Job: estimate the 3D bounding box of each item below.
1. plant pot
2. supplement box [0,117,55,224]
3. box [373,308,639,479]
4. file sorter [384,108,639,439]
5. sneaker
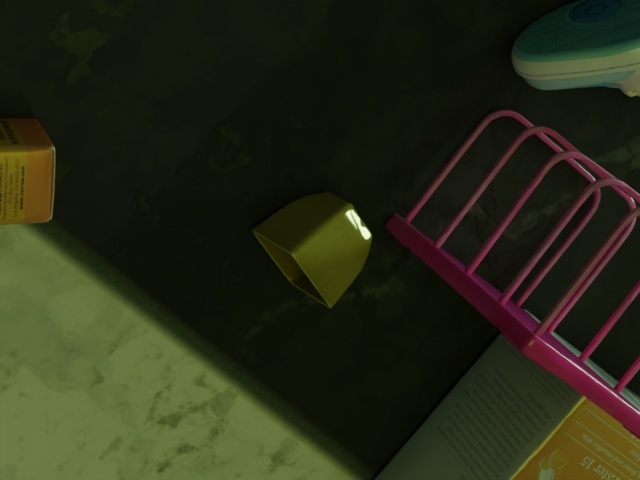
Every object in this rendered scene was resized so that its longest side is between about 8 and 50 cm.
[{"bbox_3d":[0.000,0.000,1.683,0.083,0.081,0.081,-44,124,-11],"label":"plant pot"},{"bbox_3d":[-0.353,-0.058,1.502,0.233,0.078,0.080,-5,117,-22],"label":"supplement box"},{"bbox_3d":[0.207,0.286,1.862,0.215,0.168,0.345,35,99,-33],"label":"box"},{"bbox_3d":[0.242,0.020,1.671,0.202,0.291,0.182,35,95,-33],"label":"file sorter"},{"bbox_3d":[0.357,-0.143,1.701,0.319,0.127,0.208,-9,124,8],"label":"sneaker"}]
